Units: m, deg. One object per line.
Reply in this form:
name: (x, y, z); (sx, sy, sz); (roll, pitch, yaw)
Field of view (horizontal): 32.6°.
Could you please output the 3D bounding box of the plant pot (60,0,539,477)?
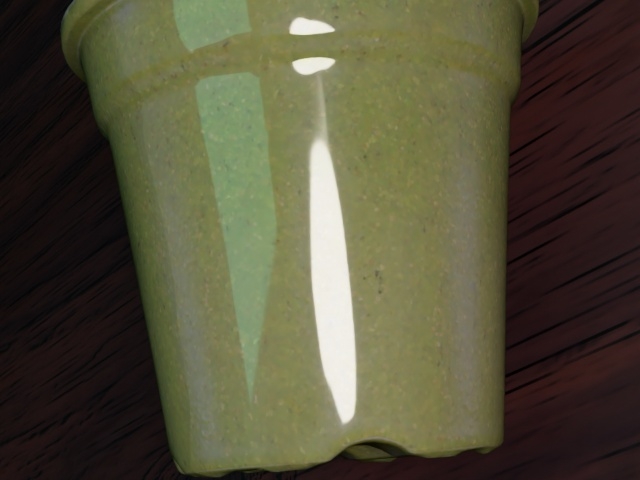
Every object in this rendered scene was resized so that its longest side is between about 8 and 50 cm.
plant pot: (0.000, 0.000, 0.618); (0.276, 0.276, 0.254); (-17, 74, 46)
